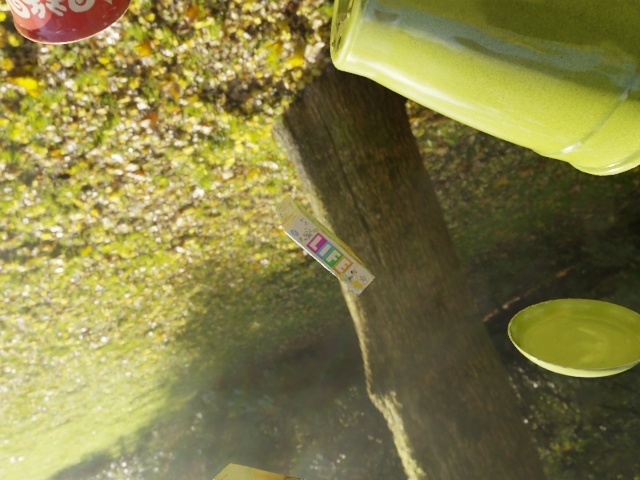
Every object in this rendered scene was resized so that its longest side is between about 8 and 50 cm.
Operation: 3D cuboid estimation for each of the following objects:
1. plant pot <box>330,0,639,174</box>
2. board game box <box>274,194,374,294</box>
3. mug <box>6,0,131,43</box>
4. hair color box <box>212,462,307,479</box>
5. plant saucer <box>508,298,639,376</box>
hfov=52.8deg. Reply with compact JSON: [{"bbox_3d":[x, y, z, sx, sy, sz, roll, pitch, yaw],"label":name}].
[{"bbox_3d":[0.204,-0.287,0.743,0.353,0.366,0.366,10,154,-9],"label":"plant pot"},{"bbox_3d":[0.000,0.000,0.723,0.026,0.103,0.154,-49,-166,3],"label":"board game box"},{"bbox_3d":[-0.261,-0.272,0.551,0.150,0.113,0.169,4,147,7],"label":"mug"},{"bbox_3d":[-0.030,0.460,1.007,0.339,0.110,0.185,8,-175,15],"label":"hair color box"},{"bbox_3d":[0.455,0.173,1.130,0.241,0.037,0.241,-7,-160,3],"label":"plant saucer"}]
